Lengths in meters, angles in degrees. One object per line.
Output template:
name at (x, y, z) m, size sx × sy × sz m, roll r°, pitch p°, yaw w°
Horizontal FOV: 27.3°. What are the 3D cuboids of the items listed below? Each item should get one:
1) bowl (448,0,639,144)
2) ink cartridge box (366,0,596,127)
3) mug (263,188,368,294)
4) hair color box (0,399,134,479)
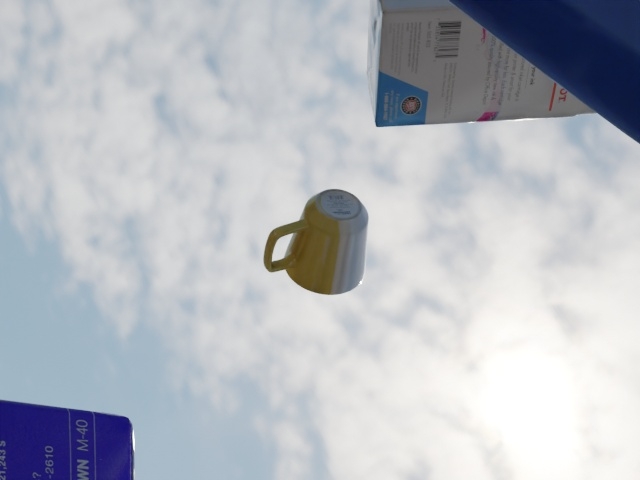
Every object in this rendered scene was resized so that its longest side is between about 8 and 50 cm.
bowl at (0.033, -0.113, 0.278) m, size 0.391 × 0.391 × 0.077 m, roll 43°, pitch -82°, yaw 26°
ink cartridge box at (0.126, -0.139, 0.904) m, size 0.104 × 0.181 × 0.061 m, roll 92°, pitch -6°, yaw -49°
mug at (0.004, 0.001, 0.966) m, size 0.062 × 0.078 × 0.064 m, roll 30°, pitch -46°, yaw 17°
hair color box at (-0.269, 0.122, 0.574) m, size 0.185 × 0.339 × 0.110 m, roll -19°, pitch -113°, yaw 40°
